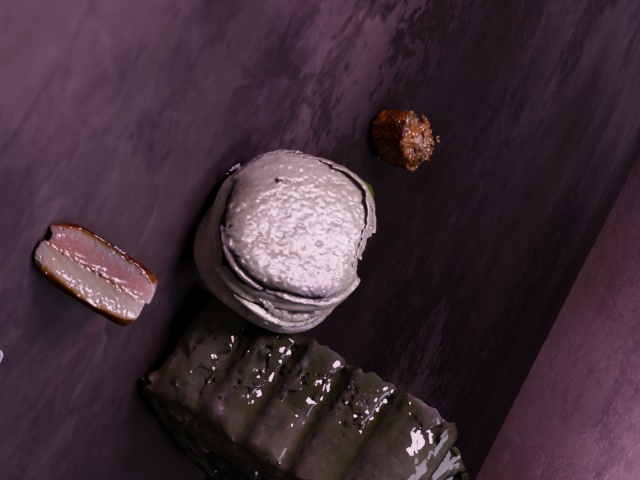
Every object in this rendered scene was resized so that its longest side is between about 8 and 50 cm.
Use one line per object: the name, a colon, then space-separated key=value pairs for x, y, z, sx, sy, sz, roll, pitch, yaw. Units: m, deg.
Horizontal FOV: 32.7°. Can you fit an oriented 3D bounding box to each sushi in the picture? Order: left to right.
sushi: x=0.089 y=-0.101 z=1.110 sx=0.118 sy=0.060 sz=0.061 roll=-1 pitch=109 yaw=-68

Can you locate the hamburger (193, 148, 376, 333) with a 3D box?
hamburger: x=-0.027 y=-0.003 z=0.853 sx=0.140 sy=0.133 sz=0.062 roll=-60 pitch=-173 yaw=-27

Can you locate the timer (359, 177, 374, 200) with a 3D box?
timer: x=0.000 y=0.000 z=1.029 sx=0.140 sy=0.047 sz=0.128 roll=-65 pitch=161 yaw=1

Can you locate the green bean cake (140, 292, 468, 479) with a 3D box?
green bean cake: x=-0.004 y=0.174 z=0.932 sx=0.132 sy=0.255 sz=0.241 roll=-55 pitch=161 yaw=-19

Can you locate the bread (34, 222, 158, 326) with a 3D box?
bread: x=-0.138 y=0.028 z=0.715 sx=0.043 sy=0.062 sz=0.109 roll=-60 pitch=155 yaw=-11

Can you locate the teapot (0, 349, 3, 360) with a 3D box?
teapot: x=-0.232 y=0.033 z=0.451 sx=0.145 sy=0.092 sz=0.226 roll=-68 pitch=158 yaw=1
